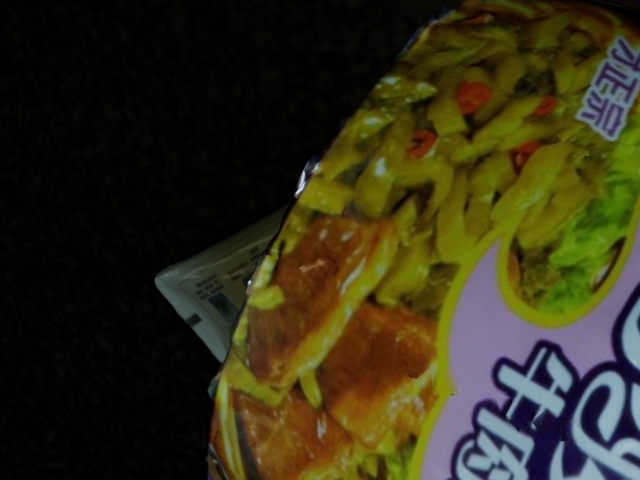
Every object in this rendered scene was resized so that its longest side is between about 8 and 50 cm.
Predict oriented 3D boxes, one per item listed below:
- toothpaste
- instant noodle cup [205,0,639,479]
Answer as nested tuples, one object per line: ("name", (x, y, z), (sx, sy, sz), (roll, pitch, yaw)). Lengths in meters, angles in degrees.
("toothpaste", (0.000, 0.000, 0.701), (0.064, 0.041, 0.218), (49, 132, -9))
("instant noodle cup", (0.135, 0.068, 0.494), (0.266, 0.340, 0.340), (30, 127, 23))
